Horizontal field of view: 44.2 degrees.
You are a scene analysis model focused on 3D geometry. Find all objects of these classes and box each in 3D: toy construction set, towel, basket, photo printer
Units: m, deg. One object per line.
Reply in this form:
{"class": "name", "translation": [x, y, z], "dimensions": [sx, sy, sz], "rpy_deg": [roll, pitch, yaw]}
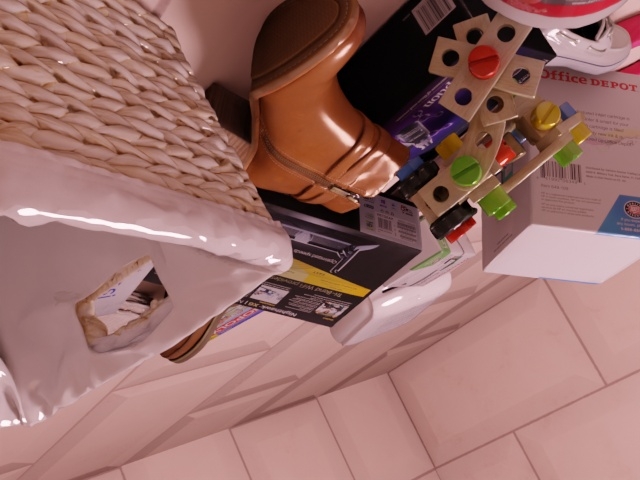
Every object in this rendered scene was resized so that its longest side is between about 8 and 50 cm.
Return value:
{"class": "toy construction set", "translation": [0.187, -0.105, 0.847], "dimensions": [0.215, 0.151, 0.328], "rpy_deg": [-39, 159, 12]}
{"class": "towel", "translation": [-0.412, 0.163, 1.288], "dimensions": [0.282, 0.049, 0.187], "rpy_deg": [-29, 162, 10]}
{"class": "basket", "translation": [-0.262, -0.027, 0.584], "dimensions": [0.328, 0.266, 0.331], "rpy_deg": [-33, 163, 19]}
{"class": "photo printer", "translation": [0.178, 0.153, 2.004], "dimensions": [0.256, 0.107, 0.307], "rpy_deg": [-18, 163, -23]}

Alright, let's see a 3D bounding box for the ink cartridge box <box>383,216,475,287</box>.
{"class": "ink cartridge box", "translation": [0.230, 0.030, 1.755], "dimensions": [0.160, 0.092, 0.219], "rpy_deg": [-34, 161, 25]}

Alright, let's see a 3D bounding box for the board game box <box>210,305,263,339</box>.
{"class": "board game box", "translation": [-0.179, 0.121, 1.509], "dimensions": [0.317, 0.046, 0.213], "rpy_deg": [-30, 162, 10]}

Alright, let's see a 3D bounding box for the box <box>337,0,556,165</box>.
{"class": "box", "translation": [0.125, -0.188, 0.962], "dimensions": [0.184, 0.103, 0.261], "rpy_deg": [-9, 156, -50]}

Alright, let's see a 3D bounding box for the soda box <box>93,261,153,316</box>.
{"class": "soda box", "translation": [-0.256, -0.002, 0.959], "dimensions": [0.098, 0.091, 0.286], "rpy_deg": [-9, 156, -41]}

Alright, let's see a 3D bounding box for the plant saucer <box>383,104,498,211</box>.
{"class": "plant saucer", "translation": [0.162, -0.094, 1.183], "dimensions": [0.310, 0.050, 0.310], "rpy_deg": [-40, -178, 2]}

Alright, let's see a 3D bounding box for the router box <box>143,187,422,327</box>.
{"class": "router box", "translation": [-0.059, 0.002, 1.052], "dimensions": [0.309, 0.081, 0.243], "rpy_deg": [17, 143, -24]}

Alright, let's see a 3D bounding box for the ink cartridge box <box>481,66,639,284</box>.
{"class": "ink cartridge box", "translation": [0.365, -0.099, 1.186], "dimensions": [0.198, 0.270, 0.197], "rpy_deg": [7, 158, -7]}

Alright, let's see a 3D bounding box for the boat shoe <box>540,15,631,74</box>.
{"class": "boat shoe", "translation": [0.363, -0.277, 1.071], "dimensions": [0.226, 0.083, 0.076], "rpy_deg": [-13, 160, -35]}

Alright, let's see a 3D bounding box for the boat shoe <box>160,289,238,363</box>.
{"class": "boat shoe", "translation": [-0.209, 0.091, 1.300], "dimensions": [0.104, 0.110, 0.307], "rpy_deg": [21, 128, -28]}

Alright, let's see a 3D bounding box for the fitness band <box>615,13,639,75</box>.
{"class": "fitness band", "translation": [0.501, -0.291, 1.286], "dimensions": [0.291, 0.054, 0.209], "rpy_deg": [-21, 162, -21]}

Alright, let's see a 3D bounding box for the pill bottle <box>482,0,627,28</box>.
{"class": "pill bottle", "translation": [0.205, -0.314, 0.576], "dimensions": [0.176, 0.176, 0.318], "rpy_deg": [-25, 163, -7]}

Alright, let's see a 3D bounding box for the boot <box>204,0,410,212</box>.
{"class": "boot", "translation": [0.012, -0.123, 0.815], "dimensions": [0.220, 0.109, 0.283], "rpy_deg": [24, 140, -28]}
